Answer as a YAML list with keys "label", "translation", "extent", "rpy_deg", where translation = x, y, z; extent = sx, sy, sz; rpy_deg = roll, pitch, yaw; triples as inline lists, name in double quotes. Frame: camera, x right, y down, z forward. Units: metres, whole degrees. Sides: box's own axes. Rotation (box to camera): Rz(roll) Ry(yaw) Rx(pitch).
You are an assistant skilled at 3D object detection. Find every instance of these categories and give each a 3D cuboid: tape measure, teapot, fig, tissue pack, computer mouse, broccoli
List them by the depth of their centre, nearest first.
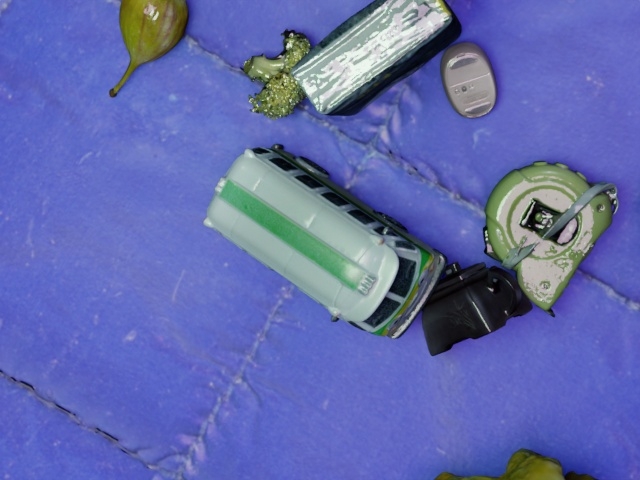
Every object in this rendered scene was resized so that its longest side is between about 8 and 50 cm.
- label: "tissue pack"
  translation: [0.071, -0.227, 1.698]
  extent: [0.185, 0.257, 0.081]
  rpy_deg: [-35, 90, 10]
- label: "teapot"
  translation: [0.180, 0.072, 1.781]
  extent: [0.177, 0.087, 0.096]
  rpy_deg: [-29, 86, 52]
- label: "tape measure"
  translation: [0.278, -0.020, 1.783]
  extent: [0.154, 0.087, 0.177]
  rpy_deg: [35, 96, 2]
- label: "computer mouse"
  translation: [0.185, -0.202, 1.799]
  extent: [0.066, 0.039, 0.096]
  rpy_deg: [-17, 108, 8]
- label: "broccoli"
  translation: [-0.050, -0.210, 1.803]
  extent: [0.092, 0.095, 0.097]
  rpy_deg: [22, 127, -7]
- label: "fig"
  translation: [-0.214, -0.253, 1.830]
  extent: [0.093, 0.093, 0.166]
  rpy_deg: [13, 125, 5]

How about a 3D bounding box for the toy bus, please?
- label: "toy bus"
  translation: [0.000, 0.000, 1.757]
  extent: [0.276, 0.165, 0.133]
  rpy_deg: [34, 100, 19]

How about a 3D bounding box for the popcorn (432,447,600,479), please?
- label: "popcorn"
  translation: [0.229, 0.381, 1.765]
  extent: [0.276, 0.225, 0.276]
  rpy_deg: [-1, 85, 9]
